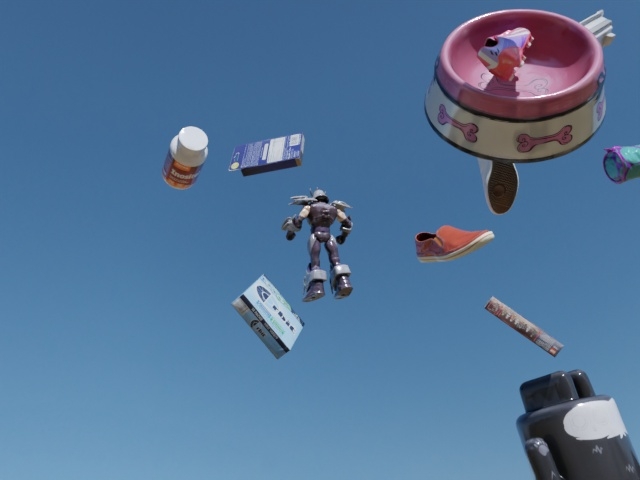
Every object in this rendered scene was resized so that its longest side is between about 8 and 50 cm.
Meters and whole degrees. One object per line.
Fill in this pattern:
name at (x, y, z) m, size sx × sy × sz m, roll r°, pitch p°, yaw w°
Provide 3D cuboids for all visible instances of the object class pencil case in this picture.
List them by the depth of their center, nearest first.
pencil case at (0.584, -0.152, 1.077) m, size 0.152 × 0.070 × 0.064 m, roll -18°, pitch 6°, yaw -3°

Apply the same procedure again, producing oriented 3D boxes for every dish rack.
dish rack at (0.709, -0.473, 1.697) m, size 0.333 × 0.072 × 0.285 m, roll -34°, pitch -30°, yaw -43°

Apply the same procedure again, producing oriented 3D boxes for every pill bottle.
pill bottle at (-0.307, -0.189, 1.390) m, size 0.086 × 0.086 × 0.152 m, roll 8°, pitch -30°, yaw -22°

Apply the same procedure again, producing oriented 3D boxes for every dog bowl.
dog bowl at (0.442, -0.368, 1.378) m, size 0.408 × 0.407 × 0.150 m, roll -9°, pitch -38°, yaw 2°

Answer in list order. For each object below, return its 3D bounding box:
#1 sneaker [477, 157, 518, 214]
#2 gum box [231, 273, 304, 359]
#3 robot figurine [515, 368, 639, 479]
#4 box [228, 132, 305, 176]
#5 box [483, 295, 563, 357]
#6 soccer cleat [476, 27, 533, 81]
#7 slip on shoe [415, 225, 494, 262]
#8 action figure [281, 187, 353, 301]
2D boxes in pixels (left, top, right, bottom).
sneaker at (0.565, -0.228, 1.963) m, size 0.106 × 0.290 × 0.123 m, roll -3°, pitch 2°, yaw -4°
gum box at (-0.113, 0.166, 1.366) m, size 0.041 × 0.184 × 0.157 m, roll -39°, pitch -87°, yaw 13°
robot figurine at (0.433, 0.364, 1.024) m, size 0.209 × 0.278 × 0.173 m, roll -12°, pitch -22°, yaw -5°
box at (-0.163, -0.261, 1.869) m, size 0.225 × 0.136 × 0.036 m, roll -8°, pitch -47°, yaw 12°
box at (0.343, 0.144, 1.043) m, size 0.027 × 0.137 × 0.094 m, roll -55°, pitch -13°, yaw 5°
soccer cleat at (0.400, -0.423, 1.329) m, size 0.095 × 0.248 × 0.083 m, roll 33°, pitch -50°, yaw -2°
slip on shoe at (0.412, 0.003, 1.937) m, size 0.123 × 0.101 × 0.331 m, roll -24°, pitch 5°, yaw -28°
action figure at (0.000, 0.000, 1.468) m, size 0.185 × 0.284 × 0.099 m, roll 1°, pitch -22°, yaw -17°
